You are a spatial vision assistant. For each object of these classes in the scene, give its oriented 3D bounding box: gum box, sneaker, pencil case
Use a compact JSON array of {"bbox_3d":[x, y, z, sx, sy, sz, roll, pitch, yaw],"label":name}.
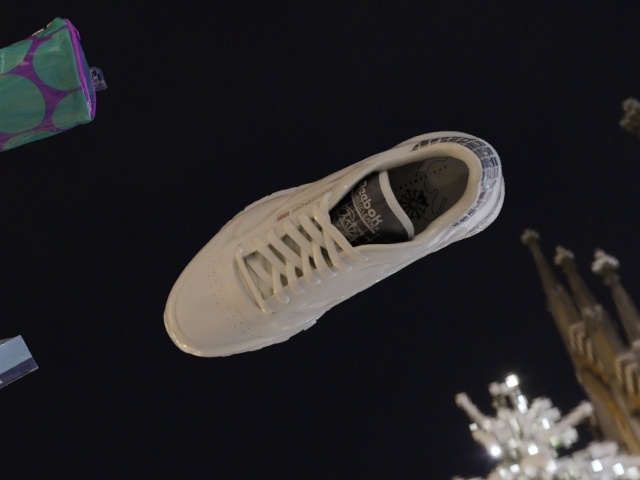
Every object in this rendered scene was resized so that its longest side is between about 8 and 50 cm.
[{"bbox_3d":[-0.380,0.152,1.174,0.157,0.184,0.041,-29,-84,-23],"label":"gum box"},{"bbox_3d":[0.000,0.000,0.701,0.235,0.095,0.090,-31,-92,10],"label":"sneaker"},{"bbox_3d":[-0.212,-0.087,0.707,0.151,0.070,0.064,-15,-18,1],"label":"pencil case"}]
